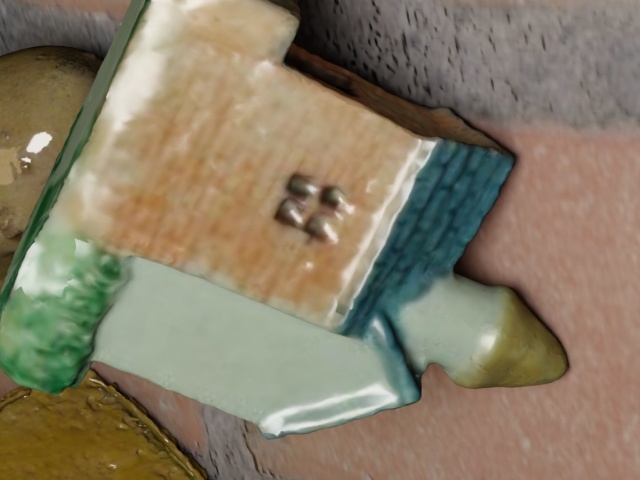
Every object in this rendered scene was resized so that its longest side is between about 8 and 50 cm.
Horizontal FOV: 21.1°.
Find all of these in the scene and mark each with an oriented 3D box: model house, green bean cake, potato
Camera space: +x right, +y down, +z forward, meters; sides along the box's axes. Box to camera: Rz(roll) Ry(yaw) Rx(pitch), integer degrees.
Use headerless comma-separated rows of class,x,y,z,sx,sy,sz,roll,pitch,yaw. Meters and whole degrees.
model house,0.000,0.000,1.036,0.324,0.194,0.267,25,106,-10
green bean cake,-0.208,0.227,1.323,0.229,0.224,0.131,41,140,24
potato,-0.223,-0.049,1.219,0.165,0.165,0.262,56,147,4
